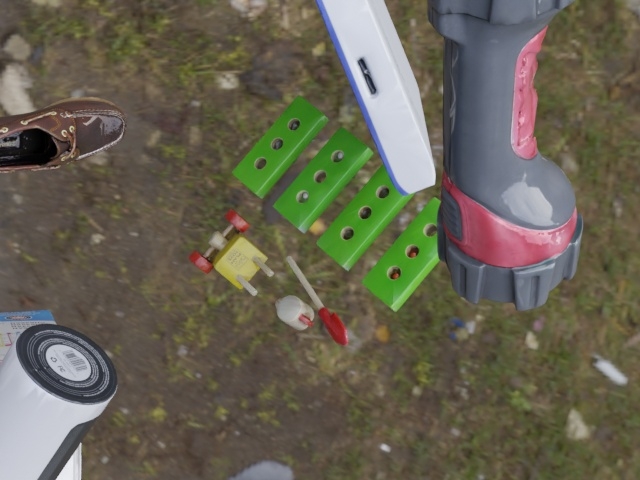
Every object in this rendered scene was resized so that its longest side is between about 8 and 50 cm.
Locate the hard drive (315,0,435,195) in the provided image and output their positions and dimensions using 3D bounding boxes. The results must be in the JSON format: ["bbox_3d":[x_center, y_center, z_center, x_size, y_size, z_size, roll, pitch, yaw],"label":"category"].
[{"bbox_3d":[0.046,-0.185,1.141,0.040,0.319,0.210,-21,107,9],"label":"hard drive"}]

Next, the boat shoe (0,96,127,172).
[{"bbox_3d":[-0.306,-0.110,1.364,0.207,0.073,0.073,-15,121,-29],"label":"boat shoe"}]

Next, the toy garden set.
[{"bbox_3d":[0.000,0.000,1.222,0.204,0.244,0.049,-49,147,0],"label":"toy garden set"}]

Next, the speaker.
[{"bbox_3d":[-0.157,0.107,0.616,0.055,0.055,0.136,20,119,-30],"label":"speaker"}]

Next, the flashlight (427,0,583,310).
[{"bbox_3d":[0.124,-0.087,0.773,0.304,0.103,0.103,86,22,-46],"label":"flashlight"}]

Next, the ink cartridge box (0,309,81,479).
[{"bbox_3d":[-0.326,0.175,1.172,0.171,0.232,0.168,-2,100,-18],"label":"ink cartridge box"}]
